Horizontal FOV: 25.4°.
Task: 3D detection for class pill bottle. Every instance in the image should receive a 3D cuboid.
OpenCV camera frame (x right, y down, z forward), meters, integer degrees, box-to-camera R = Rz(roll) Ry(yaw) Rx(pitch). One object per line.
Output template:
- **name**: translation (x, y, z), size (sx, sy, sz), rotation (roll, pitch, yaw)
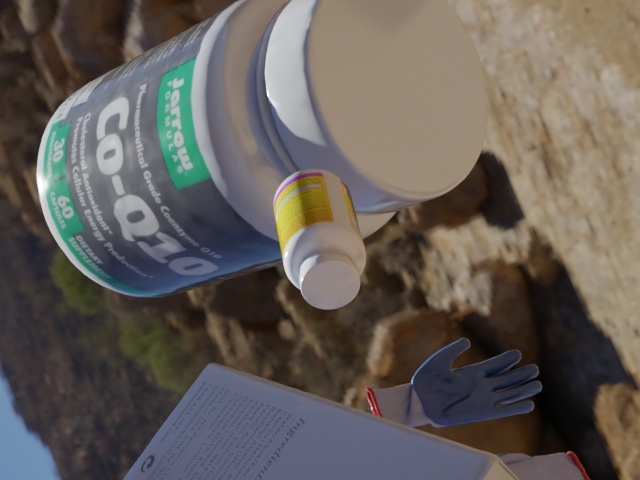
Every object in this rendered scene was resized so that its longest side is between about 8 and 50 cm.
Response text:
- **pill bottle**: translation (-0.054, -0.079, 1.118), size (0.361, 0.204, 0.204), rotation (-17, 96, 50)
- **pill bottle**: translation (0.000, 0.000, 0.746), size (0.083, 0.043, 0.043), rotation (-102, -7, -56)

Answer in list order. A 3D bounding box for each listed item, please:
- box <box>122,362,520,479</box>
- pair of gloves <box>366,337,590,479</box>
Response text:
- **box**: translation (0.018, 0.123, 0.459), size (0.130, 0.091, 0.170), rotation (44, 162, -26)
- **pair of gloves**: translation (0.128, 0.164, 1.171), size (0.023, 0.159, 0.198), rotation (99, 155, -46)
